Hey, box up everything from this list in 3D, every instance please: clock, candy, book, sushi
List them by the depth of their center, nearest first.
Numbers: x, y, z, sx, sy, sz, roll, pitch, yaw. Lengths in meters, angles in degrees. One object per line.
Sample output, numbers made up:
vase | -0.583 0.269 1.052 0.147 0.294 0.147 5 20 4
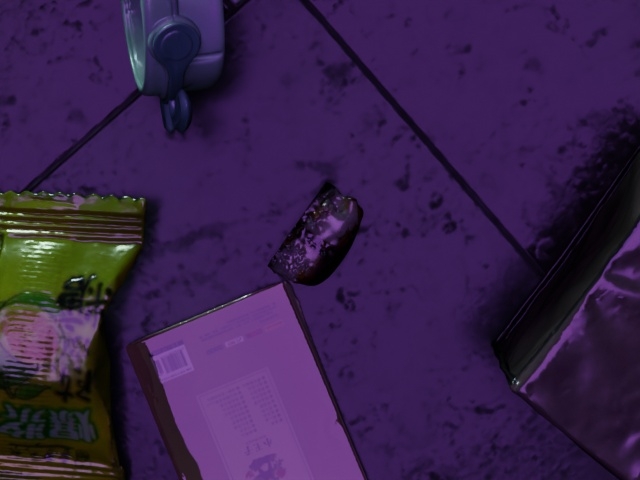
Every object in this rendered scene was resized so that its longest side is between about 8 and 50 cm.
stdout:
clock | -0.110 -0.172 1.005 0.060 0.148 0.188 -7 99 -14
candy | -0.214 0.083 1.050 0.149 0.069 0.246 6 93 -2
sushi | 0.000 0.000 1.056 0.046 0.044 0.083 35 94 0
book | -0.052 0.147 1.076 0.138 0.016 0.199 -22 91 1

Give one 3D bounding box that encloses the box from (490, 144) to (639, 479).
box | 0.251 0.039 0.985 0.153 0.188 0.252 36 94 -1
